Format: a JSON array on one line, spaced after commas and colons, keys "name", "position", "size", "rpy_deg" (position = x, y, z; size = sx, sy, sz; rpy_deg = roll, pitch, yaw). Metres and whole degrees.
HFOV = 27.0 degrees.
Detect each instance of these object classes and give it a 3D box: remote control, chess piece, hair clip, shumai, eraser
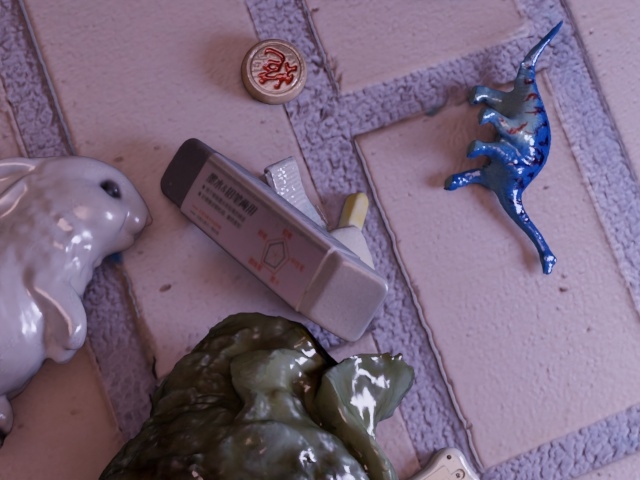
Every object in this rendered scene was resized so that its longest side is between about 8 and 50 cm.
[{"name": "remote control", "position": [0.132, 0.306, 1.613], "size": [0.122, 0.032, 0.074], "rpy_deg": [-31, 86, -12]}, {"name": "chess piece", "position": [-0.058, -0.211, 1.669], "size": [0.084, 0.038, 0.083], "rpy_deg": [1, 82, -8]}, {"name": "hair clip", "position": [0.003, -0.002, 1.633], "size": [0.159, 0.071, 0.218], "rpy_deg": [-32, 89, -33]}, {"name": "shumai", "position": [-0.075, 0.242, 1.480], "size": [0.395, 0.395, 0.348], "rpy_deg": [9, 54, -6]}, {"name": "eraser", "position": [-0.063, -0.008, 1.540], "size": [0.352, 0.061, 0.089], "rpy_deg": [39, 103, 39]}]

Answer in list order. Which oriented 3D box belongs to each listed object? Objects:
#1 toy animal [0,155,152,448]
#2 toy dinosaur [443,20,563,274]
[{"name": "toy animal", "position": [-0.361, 0.043, 1.531], "size": [0.258, 0.194, 0.357], "rpy_deg": [18, 61, 20]}, {"name": "toy dinosaur", "position": [0.236, -0.125, 1.677], "size": [0.144, 0.076, 0.329], "rpy_deg": [4, 83, -14]}]
